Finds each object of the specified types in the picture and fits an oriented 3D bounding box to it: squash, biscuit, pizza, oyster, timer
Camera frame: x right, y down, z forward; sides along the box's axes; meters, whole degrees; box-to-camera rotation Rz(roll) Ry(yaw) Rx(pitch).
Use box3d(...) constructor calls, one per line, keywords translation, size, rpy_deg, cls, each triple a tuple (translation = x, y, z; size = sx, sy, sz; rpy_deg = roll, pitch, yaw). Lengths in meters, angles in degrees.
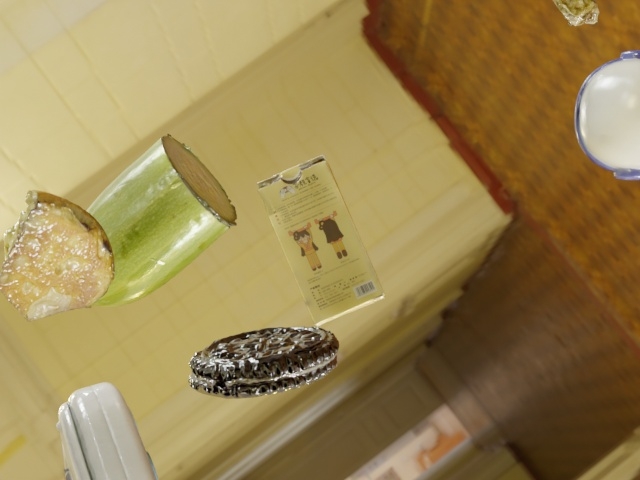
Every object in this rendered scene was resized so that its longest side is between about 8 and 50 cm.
box3d(translation=(-0.181, -0.003, 1.083), size=(0.123, 0.187, 0.123), rpy_deg=(46, -173, -7), cls="squash")
box3d(translation=(-0.070, 0.148, 1.315), size=(0.194, 0.195, 0.053), rpy_deg=(-151, 52, -76), cls="biscuit")
box3d(translation=(-0.227, 0.014, 0.897), size=(0.036, 0.099, 0.160), rpy_deg=(48, 172, 31), cls="pizza")
box3d(translation=(0.247, -0.239, 1.046), size=(0.093, 0.034, 0.051), rpy_deg=(3, -130, -54), cls="oyster")
box3d(translation=(0.491, -0.143, 1.235), size=(0.270, 0.384, 0.270), rpy_deg=(4, -90, -81), cls="timer")
box3d(translation=(-0.223, 0.302, 1.172), size=(0.237, 0.087, 0.262), rpy_deg=(101, 148, -48), cls="timer")

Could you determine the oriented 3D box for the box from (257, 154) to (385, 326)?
box3d(translation=(0.000, 0.000, 1.002), size=(0.020, 0.073, 0.149), rpy_deg=(50, -162, -81), cls="box")
